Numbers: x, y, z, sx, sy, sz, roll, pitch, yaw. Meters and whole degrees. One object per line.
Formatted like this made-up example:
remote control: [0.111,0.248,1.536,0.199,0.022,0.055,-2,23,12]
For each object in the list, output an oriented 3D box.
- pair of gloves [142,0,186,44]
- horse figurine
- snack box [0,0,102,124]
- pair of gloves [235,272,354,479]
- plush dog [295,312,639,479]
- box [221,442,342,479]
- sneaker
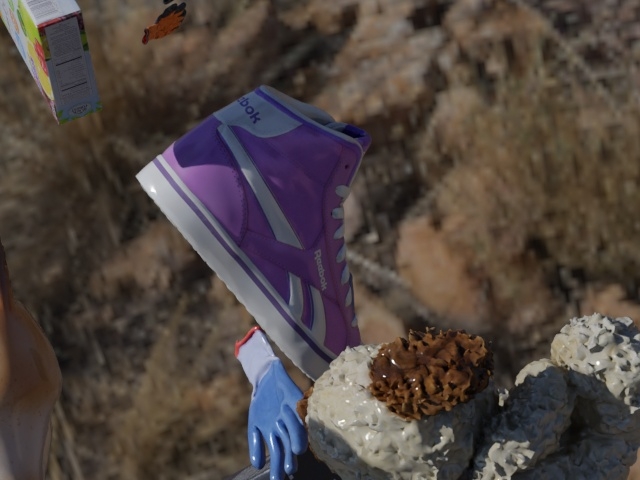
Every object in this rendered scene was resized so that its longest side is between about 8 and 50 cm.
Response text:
pair of gloves: [-0.157,-0.249,2.016,0.010,0.083,0.074,32,40,18]
horse figurine: [-0.172,0.098,0.960,0.066,0.263,0.174,-7,6,-37]
snack box: [-0.202,-0.165,1.359,0.037,0.100,0.141,-21,53,-14]
pair of gloves: [-0.020,0.111,1.680,0.023,0.198,0.159,8,46,-33]
plush dog: [0.093,0.150,1.375,0.262,0.225,0.211,-36,32,55]
box: [-0.034,0.288,1.819,0.158,0.156,0.093,-31,3,35]
sneaker: [0.000,0.000,1.484,0.161,0.282,0.102,-40,37,-4]
